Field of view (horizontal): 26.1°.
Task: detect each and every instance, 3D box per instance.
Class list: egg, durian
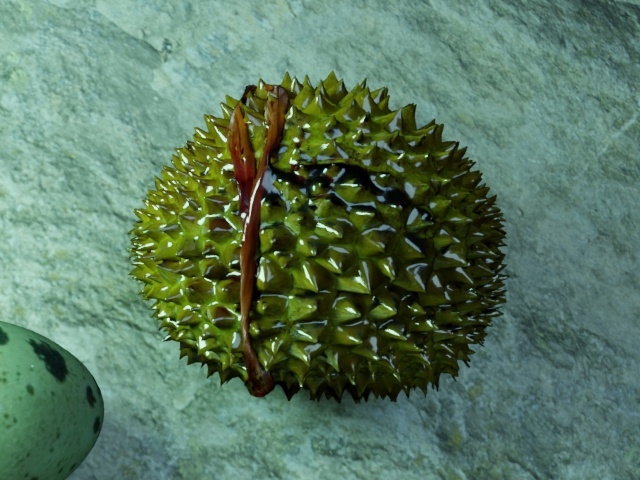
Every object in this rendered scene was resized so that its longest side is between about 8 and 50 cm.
[{"bbox_3d":[-0.293,0.156,1.221,0.228,0.177,0.177,1,64,-41],"label":"egg"},{"bbox_3d":[0.000,0.005,1.377,0.384,0.347,0.347,-6,68,-29],"label":"durian"}]

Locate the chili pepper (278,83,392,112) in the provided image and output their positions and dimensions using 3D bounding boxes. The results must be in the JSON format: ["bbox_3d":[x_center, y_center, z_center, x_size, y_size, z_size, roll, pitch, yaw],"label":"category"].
[{"bbox_3d":[0.012,-0.140,1.633,0.224,0.061,0.098,0,58,-28],"label":"chili pepper"}]
